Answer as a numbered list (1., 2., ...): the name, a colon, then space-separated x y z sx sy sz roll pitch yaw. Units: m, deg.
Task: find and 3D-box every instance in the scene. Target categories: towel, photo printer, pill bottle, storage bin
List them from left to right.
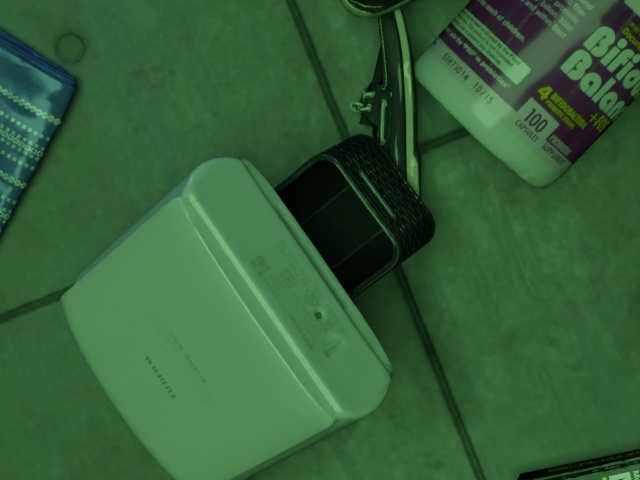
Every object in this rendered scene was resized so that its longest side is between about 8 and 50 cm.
1. towel: -0.416 -0.077 1.557 0.243 0.040 0.336 31 100 5
2. photo printer: -0.103 0.093 1.405 0.256 0.107 0.307 56 140 0
3. storage bin: 0.000 0.000 1.429 0.180 0.084 0.122 -38 86 32
4. pill bottle: 0.239 -0.205 1.363 0.169 0.169 0.301 43 100 5

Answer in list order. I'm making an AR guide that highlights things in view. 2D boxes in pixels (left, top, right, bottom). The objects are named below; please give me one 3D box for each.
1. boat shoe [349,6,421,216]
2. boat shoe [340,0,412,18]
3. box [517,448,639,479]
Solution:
1. boat shoe: 0.058 -0.118 1.448 0.065 0.075 0.206 -3 98 7
2. boat shoe: 0.118 -0.280 1.402 0.228 0.068 0.081 -34 83 -10
3. box: 0.293 0.295 1.447 0.184 0.045 0.190 -13 92 13
